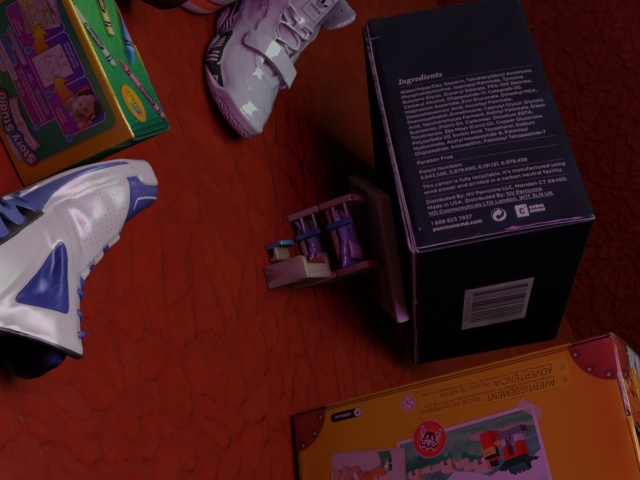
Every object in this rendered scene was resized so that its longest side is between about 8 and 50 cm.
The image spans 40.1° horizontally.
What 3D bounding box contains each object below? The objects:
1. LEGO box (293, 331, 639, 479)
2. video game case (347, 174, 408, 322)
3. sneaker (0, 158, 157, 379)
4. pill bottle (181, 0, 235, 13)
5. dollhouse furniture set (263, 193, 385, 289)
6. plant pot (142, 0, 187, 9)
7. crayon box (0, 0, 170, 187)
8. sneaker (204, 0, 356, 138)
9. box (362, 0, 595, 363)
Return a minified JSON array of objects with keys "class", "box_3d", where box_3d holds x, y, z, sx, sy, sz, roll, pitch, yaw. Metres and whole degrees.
[{"class":"LEGO box","box_3d":[0.228,0.380,1.204,0.193,0.500,0.372,31,47,-52]},{"class":"video game case","box_3d":[0.102,0.009,1.569,0.206,0.026,0.226,-133,-149,-71]},{"class":"sneaker","box_3d":[-0.286,0.036,0.896,0.315,0.128,0.182,-33,106,-56]},{"class":"pill bottle","box_3d":[-0.073,-0.528,1.355,0.224,0.392,0.224,42,38,-45]},{"class":"dollhouse furniture set","box_3d":[0.000,0.000,1.440,0.184,0.129,0.129,3,70,-62]},{"class":"plant pot","box_3d":[-0.278,-0.437,1.146,0.230,0.215,0.215,4,68,-47]},{"class":"crayon box","box_3d":[-0.302,-0.216,0.963,0.278,0.165,0.081,67,26,-9]},{"class":"sneaker","box_3d":[-0.064,-0.341,1.454,0.137,0.210,0.365,45,36,-41]},{"class":"box","box_3d":[0.262,-0.093,1.608,0.480,0.298,0.471,78,1,-61]}]
